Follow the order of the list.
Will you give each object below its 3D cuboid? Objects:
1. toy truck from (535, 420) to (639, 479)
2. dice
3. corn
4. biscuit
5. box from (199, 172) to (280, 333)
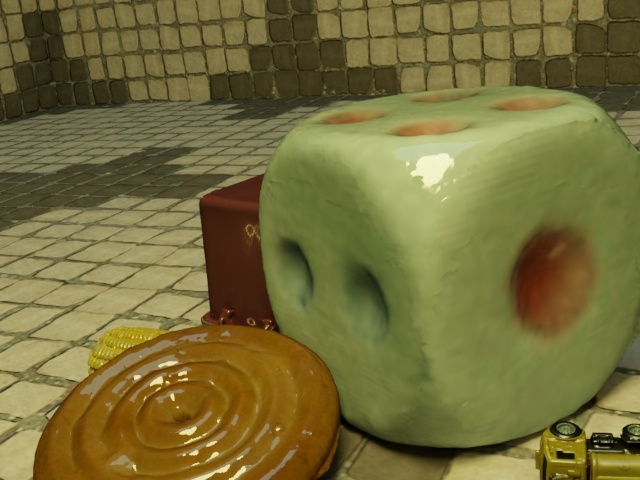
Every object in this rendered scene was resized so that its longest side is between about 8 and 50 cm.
[{"bbox_3d":[0.199,0.165,0.625,0.083,0.049,0.054,-1,20,12],"label":"toy truck"},{"bbox_3d":[0.114,0.009,0.785,0.268,0.265,0.262,-18,21,-29],"label":"dice"},{"bbox_3d":[-0.150,0.122,0.863,0.165,0.063,0.085,1,5,19],"label":"corn"},{"bbox_3d":[-0.111,0.150,0.713,0.262,0.037,0.262,-8,31,5],"label":"biscuit"},{"bbox_3d":[0.000,0.000,1.018,0.193,0.167,0.294,6,22,40],"label":"box"}]
